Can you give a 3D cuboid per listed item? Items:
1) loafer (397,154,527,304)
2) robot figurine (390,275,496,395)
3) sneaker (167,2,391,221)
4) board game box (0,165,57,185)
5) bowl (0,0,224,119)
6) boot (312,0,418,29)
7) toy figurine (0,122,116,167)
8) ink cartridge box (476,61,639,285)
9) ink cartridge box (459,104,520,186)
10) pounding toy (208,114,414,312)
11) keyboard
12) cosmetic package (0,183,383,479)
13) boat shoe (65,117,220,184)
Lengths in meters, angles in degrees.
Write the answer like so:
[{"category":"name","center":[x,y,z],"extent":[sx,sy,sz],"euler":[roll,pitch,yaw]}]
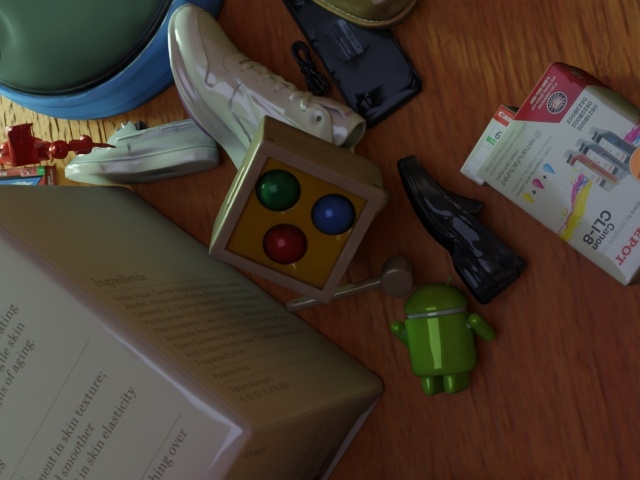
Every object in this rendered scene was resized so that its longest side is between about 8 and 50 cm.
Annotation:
[{"category":"loafer","center":[0.138,-0.020,1.341],"extent":[0.061,0.062,0.170],"euler":[-34,81,-1]},{"category":"robot figurine","center":[0.119,0.095,1.341],"extent":[0.101,0.067,0.115],"euler":[-9,88,33]},{"category":"sneaker","center":[-0.040,-0.128,1.391],"extent":[0.152,0.114,0.305],"euler":[-34,88,21]},{"category":"board game box","center":[-0.435,-0.008,1.617],"extent":[0.281,0.027,0.145],"euler":[-3,92,25]},{"category":"bowl","center":[-0.283,-0.333,1.509],"extent":[0.391,0.077,0.391],"euler":[1,92,25]},{"category":"boot","center":[-0.015,-0.339,1.352],"extent":[0.112,0.115,0.305],"euler":[-38,77,-2]},{"category":"toy figurine","center":[-0.412,-0.181,1.470],"extent":[0.363,0.191,0.217],"euler":[-2,99,41]},{"category":"ink cartridge box","center":[0.262,-0.060,1.237],"extent":[0.176,0.127,0.128],"euler":[39,106,18]},{"category":"ink cartridge box","center":[0.183,-0.107,1.306],"extent":[0.029,0.063,0.115],"euler":[35,105,18]},{"category":"pounding toy","center":[0.001,0.010,1.304],"extent":[0.206,0.094,0.181],"euler":[23,111,-9]},{"category":"keyboard","center":[0.021,-0.202,1.403],"extent":[0.108,0.023,0.180],"euler":[-35,77,15]},{"category":"cosmetic package","center":[-0.218,0.177,1.358],"extent":[0.394,0.327,0.329],"euler":[36,106,19]},{"category":"boat shoe","center":[-0.199,-0.102,1.486],"extent":[0.184,0.066,0.063],"euler":[-9,77,26]}]
